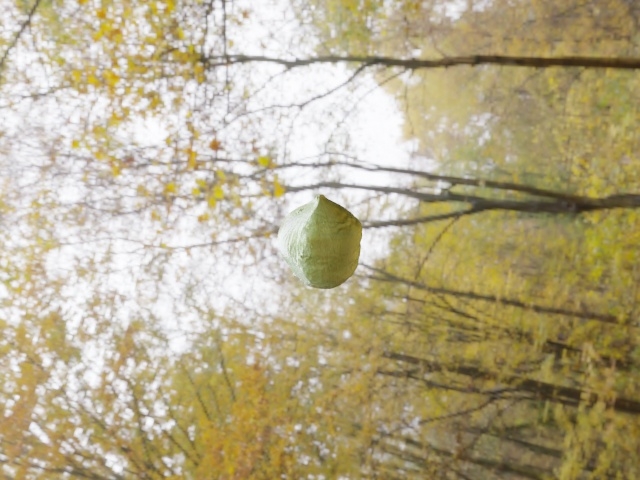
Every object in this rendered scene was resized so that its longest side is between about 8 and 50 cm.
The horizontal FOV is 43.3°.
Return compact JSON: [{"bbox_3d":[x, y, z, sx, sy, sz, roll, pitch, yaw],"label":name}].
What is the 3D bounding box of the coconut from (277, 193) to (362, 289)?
[{"bbox_3d":[0.000,0.000,0.800,0.088,0.088,0.096,-34,-55,-57],"label":"coconut"}]
